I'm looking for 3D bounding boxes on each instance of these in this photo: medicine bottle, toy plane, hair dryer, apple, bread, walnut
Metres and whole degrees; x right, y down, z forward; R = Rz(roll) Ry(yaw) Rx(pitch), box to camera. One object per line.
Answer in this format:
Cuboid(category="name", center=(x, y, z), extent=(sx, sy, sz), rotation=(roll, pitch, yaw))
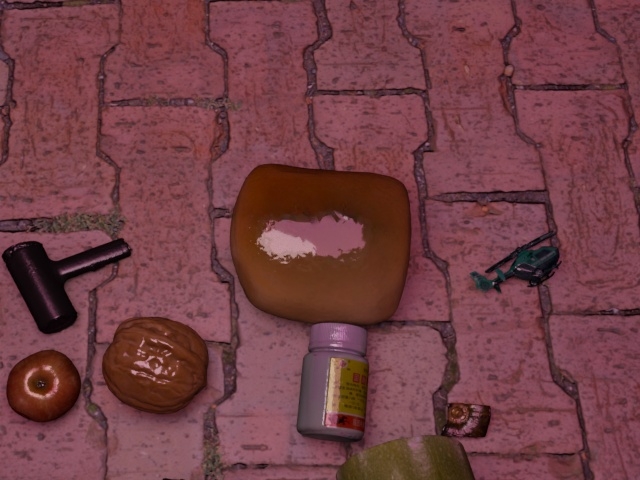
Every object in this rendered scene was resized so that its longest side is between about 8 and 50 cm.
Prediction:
Cuboid(category="medicine bottle", center=(0.029, 0.292, 1.683), extent=(0.139, 0.139, 0.225), rotation=(5, 71, -1))
Cuboid(category="toy plane", center=(0.449, 0.058, 1.826), extent=(0.235, 0.060, 0.096), rotation=(-27, 66, -15))
Cuboid(category="hair dryer", center=(-0.526, 0.063, 1.771), extent=(0.251, 0.089, 0.197), rotation=(-26, 74, -18))
Cuboid(category="apple", center=(-0.559, 0.292, 1.660), extent=(0.147, 0.131, 0.146), rotation=(3, 71, -8))
Cuboid(category="bread", center=(0.000, 0.000, 1.726), extent=(0.376, 0.253, 0.347), rotation=(7, 74, 2))
Cuboid(category="walnut", center=(-0.327, 0.252, 1.658), extent=(0.213, 0.213, 0.213), rotation=(1, 71, -2))

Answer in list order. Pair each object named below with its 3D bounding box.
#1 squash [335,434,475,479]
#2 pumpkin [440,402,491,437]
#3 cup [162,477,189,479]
Cuboid(category="squash", center=(0.190, 0.573, 1.477), extent=(0.263, 0.263, 0.384), rotation=(-9, 54, -6))
Cuboid(category="pumpkin", center=(0.303, 0.377, 1.724), extent=(0.101, 0.035, 0.073), rotation=(7, 82, -4))
Cuboid(category="cup", center=(-0.242, 0.595, 1.549), extent=(0.197, 0.196, 0.279), rotation=(8, 79, 0))
